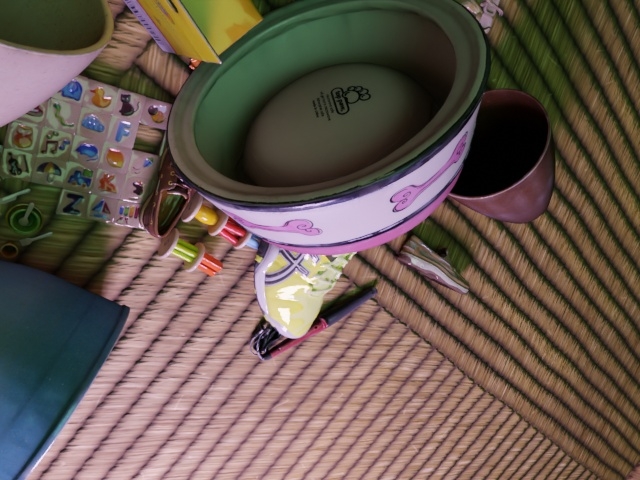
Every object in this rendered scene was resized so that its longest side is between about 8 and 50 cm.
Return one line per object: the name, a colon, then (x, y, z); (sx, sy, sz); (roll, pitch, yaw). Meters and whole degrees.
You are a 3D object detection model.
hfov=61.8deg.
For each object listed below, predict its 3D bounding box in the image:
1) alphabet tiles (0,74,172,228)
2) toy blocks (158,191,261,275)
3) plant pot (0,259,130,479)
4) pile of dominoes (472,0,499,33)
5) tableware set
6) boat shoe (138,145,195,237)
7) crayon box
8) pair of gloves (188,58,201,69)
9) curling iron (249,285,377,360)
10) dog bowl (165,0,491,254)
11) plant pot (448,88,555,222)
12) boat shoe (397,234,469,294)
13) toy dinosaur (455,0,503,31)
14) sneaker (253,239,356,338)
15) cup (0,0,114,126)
alphabet tiles: (-0.313, -0.122, 0.762); (0.237, 0.009, 0.198); (11, 106, -35)
toy blocks: (-0.169, 0.007, 0.873); (0.148, 0.054, 0.123); (31, 95, -33)
plant pot: (-0.436, 0.139, 0.693); (0.255, 0.271, 0.271); (36, 93, -18)
pile of dominoes: (0.218, -0.476, 0.878); (0.251, 0.040, 0.195); (5, 111, -35)
tableware set: (-0.450, -0.047, 0.733); (0.104, 0.024, 0.154); (-23, 120, -15)
boat shoe: (-0.212, -0.083, 0.800); (0.064, 0.060, 0.177); (20, 100, -38)
crayon box: (-0.179, -0.303, 0.581); (0.081, 0.318, 0.202); (-40, 123, -6)
pair of gloves: (-0.166, -0.233, 0.800); (0.074, 0.010, 0.083); (8, 110, -30)
curling iron: (-0.007, 0.152, 1.023); (0.274, 0.035, 0.068); (-22, 119, -16)
dog bowl: (0.015, -0.157, 0.710); (0.408, 0.408, 0.150); (-36, 140, -8)
plant pot: (0.342, -0.125, 0.995); (0.215, 0.215, 0.230); (-53, 138, 3)
boat shoe: (0.244, 0.048, 1.086); (0.190, 0.068, 0.072); (29, 85, -32)
toy dinosaur: (0.249, -0.393, 0.894); (0.183, 0.053, 0.092); (-43, 115, -16)
sneaker: (0.000, 0.000, 0.879); (0.145, 0.147, 0.384); (-9, 119, -49)
cup: (-0.421, -0.224, 0.533); (0.331, 0.331, 0.237); (32, 121, -32)
